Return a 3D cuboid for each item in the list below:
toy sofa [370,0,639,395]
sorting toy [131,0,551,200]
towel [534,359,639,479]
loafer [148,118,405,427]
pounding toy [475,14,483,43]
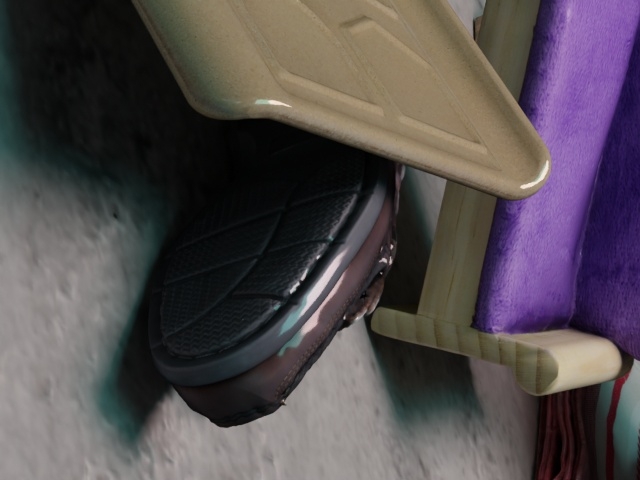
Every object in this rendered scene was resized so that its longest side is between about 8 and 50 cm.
[{"bbox_3d":[0.166,-0.096,1.057,0.150,0.177,0.363,2,101,-64],"label":"toy sofa"},{"bbox_3d":[-0.035,-0.145,0.887,0.229,0.041,0.307,10,41,-48],"label":"sorting toy"},{"bbox_3d":[0.241,0.208,1.336,0.329,0.037,0.237,55,30,-31],"label":"towel"},{"bbox_3d":[0.000,0.000,0.909,0.302,0.109,0.095,-73,142,-56],"label":"loafer"},{"bbox_3d":[0.205,-0.133,1.370,0.130,0.141,0.100,47,34,-42],"label":"pounding toy"}]
